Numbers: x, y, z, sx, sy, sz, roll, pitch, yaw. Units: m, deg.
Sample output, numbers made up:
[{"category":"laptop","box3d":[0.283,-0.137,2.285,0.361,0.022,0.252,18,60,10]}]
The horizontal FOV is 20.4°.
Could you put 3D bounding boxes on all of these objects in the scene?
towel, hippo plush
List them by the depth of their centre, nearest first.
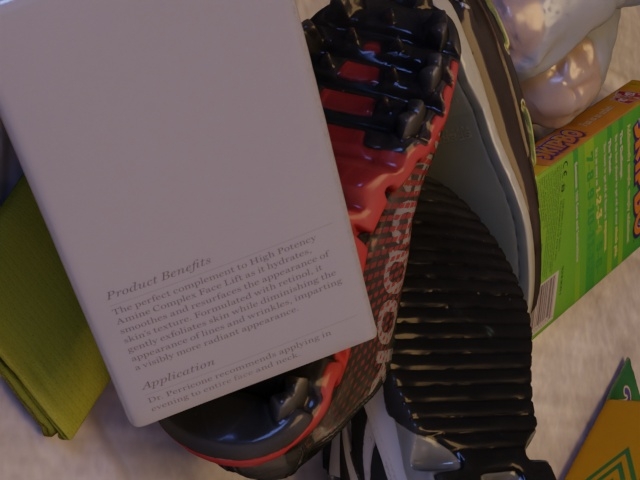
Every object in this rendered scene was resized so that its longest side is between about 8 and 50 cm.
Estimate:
[{"category":"towel","box3d":[-0.094,-0.028,0.834,0.102,0.021,0.237,58,44,-35]},{"category":"hippo plush","box3d":[0.228,-0.193,1.137,0.294,0.237,0.234,21,71,-56]}]

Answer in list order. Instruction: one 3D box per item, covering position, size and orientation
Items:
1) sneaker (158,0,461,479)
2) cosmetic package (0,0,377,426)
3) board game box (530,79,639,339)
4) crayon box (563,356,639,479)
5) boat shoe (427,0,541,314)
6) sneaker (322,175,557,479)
[{"category":"sneaker","box3d":[-0.001,0.000,0.887,0.135,0.098,0.276,76,32,-61]},{"category":"cosmetic package","box3d":[-0.059,-0.040,0.699,0.085,0.117,0.231,-117,-170,-46]},{"category":"board game box","box3d":[0.184,-0.026,1.231,0.259,0.039,0.124,-29,128,-52]},{"category":"crayon box","box3d":[0.226,0.259,1.271,0.323,0.083,0.203,-53,132,-45]},{"category":"boat shoe","box3d":[0.095,-0.053,1.070,0.069,0.081,0.227,-37,118,-47]},{"category":"sneaker","box3d":[0.050,0.122,0.987,0.122,0.146,0.330,6,60,-33]}]
